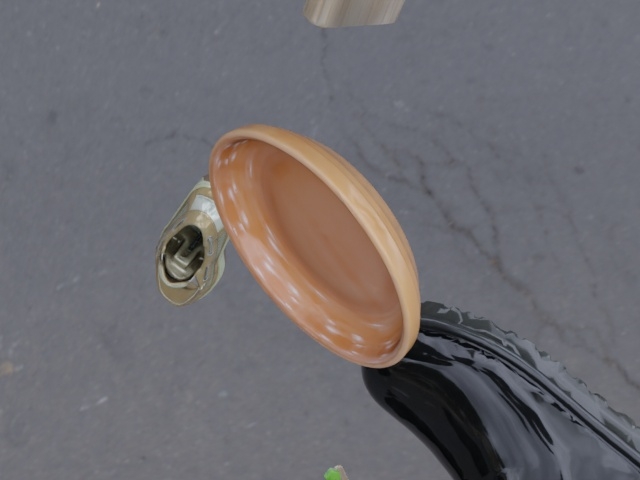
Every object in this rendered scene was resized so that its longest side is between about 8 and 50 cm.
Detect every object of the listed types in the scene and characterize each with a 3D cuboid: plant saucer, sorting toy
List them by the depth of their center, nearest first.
[{"bbox_3d":[0.000,0.000,0.869,0.037,0.200,0.200,-39,90,-26],"label":"plant saucer"},{"bbox_3d":[0.011,0.227,1.066,0.012,0.083,0.062,11,64,17],"label":"sorting toy"}]

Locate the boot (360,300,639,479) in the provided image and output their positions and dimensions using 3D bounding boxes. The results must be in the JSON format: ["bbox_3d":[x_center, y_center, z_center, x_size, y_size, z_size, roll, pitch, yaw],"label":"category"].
[{"bbox_3d":[0.131,0.220,0.968,0.348,0.131,0.260,32,55,11],"label":"boot"}]

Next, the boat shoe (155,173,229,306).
[{"bbox_3d":[-0.124,0.015,1.120,0.068,0.190,0.072,30,54,4],"label":"boat shoe"}]

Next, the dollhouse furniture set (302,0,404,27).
[{"bbox_3d":[-0.146,-0.242,0.639,0.394,0.362,0.256,-12,48,-39],"label":"dollhouse furniture set"}]
